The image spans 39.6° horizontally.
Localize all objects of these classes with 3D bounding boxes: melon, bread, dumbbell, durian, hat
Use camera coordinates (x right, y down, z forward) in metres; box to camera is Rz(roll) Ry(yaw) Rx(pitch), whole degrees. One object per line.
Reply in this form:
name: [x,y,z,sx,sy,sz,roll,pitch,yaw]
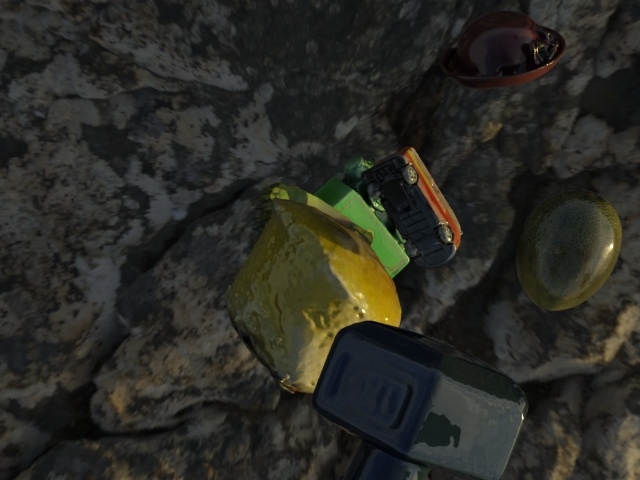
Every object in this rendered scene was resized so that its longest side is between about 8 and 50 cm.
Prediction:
melon: [0.249,0.010,0.896,0.098,0.098,0.130,12,116,-1]
bread: [-0.010,0.059,0.979,0.197,0.197,0.170,39,98,-3]
dumbbell: [0.025,0.222,0.628,0.160,0.144,0.325,23,87,-22]
durian: [-0.009,0.001,1.241,0.169,0.355,0.157,-1,106,2]
hat: [0.290,-0.319,1.436,0.205,0.205,0.089,-17,122,1]

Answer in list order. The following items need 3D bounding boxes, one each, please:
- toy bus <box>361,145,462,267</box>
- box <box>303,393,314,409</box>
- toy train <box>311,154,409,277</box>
toy bus: [0.139,-0.050,1.280,0.079,0.077,0.174,-25,104,35]
box: [0.020,0.190,1.095,0.025,0.115,0.048,48,68,-14]
toy train: [0.095,-0.038,1.704,0.188,0.132,0.243,-43,120,-3]
